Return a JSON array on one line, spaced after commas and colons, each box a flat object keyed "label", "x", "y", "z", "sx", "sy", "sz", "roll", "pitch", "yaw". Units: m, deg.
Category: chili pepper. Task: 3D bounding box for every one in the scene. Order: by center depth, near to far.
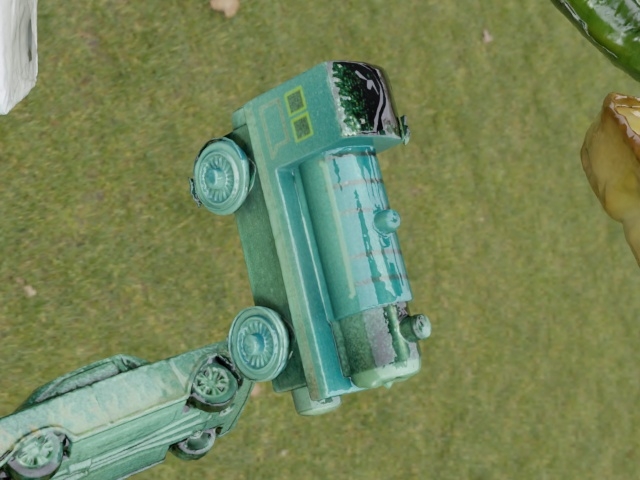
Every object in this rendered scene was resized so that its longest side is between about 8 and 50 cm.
[{"label": "chili pepper", "x": 0.278, "y": -0.198, "z": 0.907, "sx": 0.076, "sy": 0.085, "sz": 0.359, "roll": -33, "pitch": 82, "yaw": -28}]

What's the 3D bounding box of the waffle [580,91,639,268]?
[{"label": "waffle", "x": 0.351, "y": 0.037, "z": 0.630, "sx": 0.348, "sy": 0.077, "sz": 0.304, "roll": 4, "pitch": 47, "yaw": -30}]

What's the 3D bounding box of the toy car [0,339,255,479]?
[{"label": "toy car", "x": -0.207, "y": 0.176, "z": 0.924, "sx": 0.320, "sy": 0.141, "sz": 0.097, "roll": -18, "pitch": 58, "yaw": -34}]

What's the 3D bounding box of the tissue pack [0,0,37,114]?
[{"label": "tissue pack", "x": -0.472, "y": -0.274, "z": 0.971, "sx": 0.356, "sy": 0.194, "sz": 0.266, "roll": 3, "pitch": 109, "yaw": -5}]

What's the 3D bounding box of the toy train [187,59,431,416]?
[{"label": "toy train", "x": 0.000, "y": 0.000, "z": 0.879, "sx": 0.120, "sy": 0.194, "sz": 0.298, "roll": -2, "pitch": 75, "yaw": -50}]
